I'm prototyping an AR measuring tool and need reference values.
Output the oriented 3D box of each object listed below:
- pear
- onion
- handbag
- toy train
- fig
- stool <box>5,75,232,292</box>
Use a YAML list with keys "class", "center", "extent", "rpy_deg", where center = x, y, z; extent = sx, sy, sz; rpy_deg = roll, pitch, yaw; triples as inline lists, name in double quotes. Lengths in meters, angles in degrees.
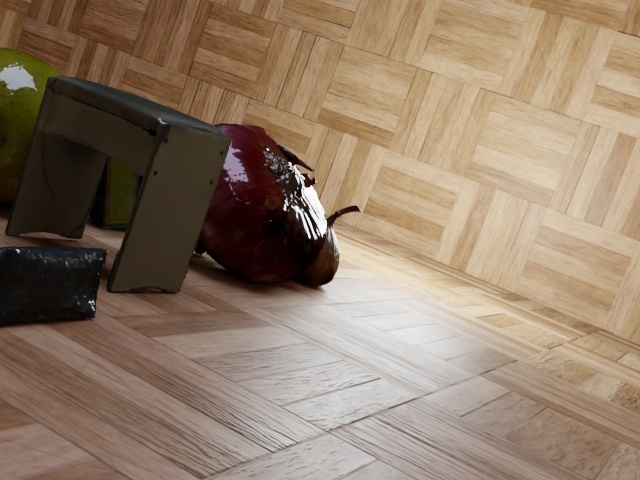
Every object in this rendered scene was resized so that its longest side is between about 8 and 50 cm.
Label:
- class: "pear"
  center: [-0.548, -0.195, 1.561]
  extent: [0.294, 0.294, 0.294]
  rpy_deg: [20, 7, -2]
- class: "onion"
  center: [-0.156, -0.054, 1.755]
  extent: [0.347, 0.285, 0.347]
  rpy_deg: [44, 29, -32]
- class: "handbag"
  center: [-0.378, 0.035, 1.066]
  extent: [0.175, 0.088, 0.270]
  rpy_deg: [14, 4, 22]
- class: "toy train"
  center: [-0.373, -0.139, 1.746]
  extent: [0.177, 0.260, 0.134]
  rpy_deg: [-6, 21, -33]
- class: "fig"
  center: [0.000, 0.000, 1.916]
  extent: [0.134, 0.201, 0.146]
  rpy_deg: [29, 12, -7]
- class: "stool"
  center: [-0.313, -0.087, 1.375]
  extent: [0.244, 0.269, 0.170]
  rpy_deg: [24, 9, 28]
